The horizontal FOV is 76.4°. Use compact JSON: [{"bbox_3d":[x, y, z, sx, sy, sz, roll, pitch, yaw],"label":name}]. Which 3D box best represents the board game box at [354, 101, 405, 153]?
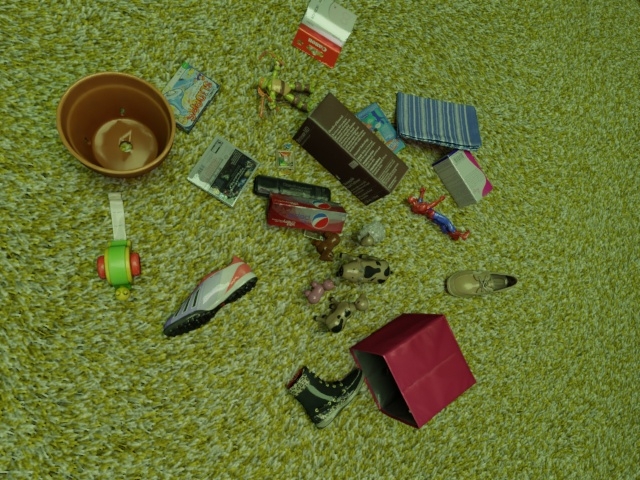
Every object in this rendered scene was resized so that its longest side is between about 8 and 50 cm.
[{"bbox_3d":[0.207,-0.404,1.564,0.160,0.047,0.210,-36,94,-22],"label":"board game box"}]

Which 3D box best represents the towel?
[{"bbox_3d":[0.467,-0.476,1.609,0.335,0.040,0.243,9,60,-5],"label":"towel"}]

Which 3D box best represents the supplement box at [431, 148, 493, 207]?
[{"bbox_3d":[0.571,-0.258,1.638,0.111,0.114,0.220,-35,93,-22],"label":"supplement box"}]

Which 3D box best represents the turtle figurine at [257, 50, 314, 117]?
[{"bbox_3d":[-0.135,-0.522,1.438,0.217,0.087,0.270,11,69,-26],"label":"turtle figurine"}]

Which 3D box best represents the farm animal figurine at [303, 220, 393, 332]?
[{"bbox_3d":[0.111,0.124,1.346,0.326,0.172,0.331,-16,109,-33],"label":"farm animal figurine"}]

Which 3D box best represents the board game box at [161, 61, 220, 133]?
[{"bbox_3d":[-0.443,-0.471,1.345,0.136,0.035,0.201,31,73,-13],"label":"board game box"}]

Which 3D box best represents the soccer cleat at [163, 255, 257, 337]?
[{"bbox_3d":[-0.350,0.172,1.254,0.318,0.109,0.116,-35,72,-18],"label":"soccer cleat"}]

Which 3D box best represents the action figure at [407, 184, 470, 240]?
[{"bbox_3d":[0.467,-0.124,1.592,0.280,0.091,0.139,29,80,-15],"label":"action figure"}]

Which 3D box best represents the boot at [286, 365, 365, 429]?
[{"bbox_3d":[0.020,0.470,1.338,0.236,0.085,0.179,-44,95,-19],"label":"boot"}]

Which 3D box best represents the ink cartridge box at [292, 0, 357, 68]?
[{"bbox_3d":[0.018,-0.809,1.558,0.189,0.066,0.233,25,70,-15],"label":"ink cartridge box"}]

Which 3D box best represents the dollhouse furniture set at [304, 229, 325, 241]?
[{"bbox_3d":[0.000,0.000,1.406,0.114,0.081,0.091,17,76,-17],"label":"dollhouse furniture set"}]

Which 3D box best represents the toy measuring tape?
[{"bbox_3d":[-0.586,0.010,1.176,0.121,0.121,0.331,-5,83,-21],"label":"toy measuring tape"}]

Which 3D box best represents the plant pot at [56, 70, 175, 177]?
[{"bbox_3d":[-0.574,-0.305,1.182,0.290,0.203,0.291,3,81,-19],"label":"plant pot"}]

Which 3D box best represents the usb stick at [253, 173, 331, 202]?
[{"bbox_3d":[-0.096,-0.173,1.420,0.277,0.045,0.077,8,72,-18],"label":"usb stick"}]

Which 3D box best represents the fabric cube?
[{"bbox_3d":[0.300,0.417,1.359,0.258,0.254,0.259,-26,90,-23],"label":"fabric cube"}]

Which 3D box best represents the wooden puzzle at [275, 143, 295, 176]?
[{"bbox_3d":[-0.123,-0.287,1.444,0.078,0.014,0.117,-8,84,-21],"label":"wooden puzzle"}]

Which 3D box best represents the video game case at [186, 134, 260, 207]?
[{"bbox_3d":[-0.321,-0.232,1.360,0.173,0.022,0.191,32,71,-12],"label":"video game case"}]

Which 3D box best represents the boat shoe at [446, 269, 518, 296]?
[{"bbox_3d":[0.640,0.166,1.602,0.302,0.098,0.109,0,81,-20],"label":"boat shoe"}]

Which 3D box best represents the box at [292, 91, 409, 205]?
[{"bbox_3d":[0.104,-0.310,1.436,0.381,0.191,0.143,42,70,-9],"label":"box"}]

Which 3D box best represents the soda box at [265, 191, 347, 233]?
[{"bbox_3d":[-0.049,-0.092,1.384,0.263,0.092,0.084,7,118,-18],"label":"soda box"}]
